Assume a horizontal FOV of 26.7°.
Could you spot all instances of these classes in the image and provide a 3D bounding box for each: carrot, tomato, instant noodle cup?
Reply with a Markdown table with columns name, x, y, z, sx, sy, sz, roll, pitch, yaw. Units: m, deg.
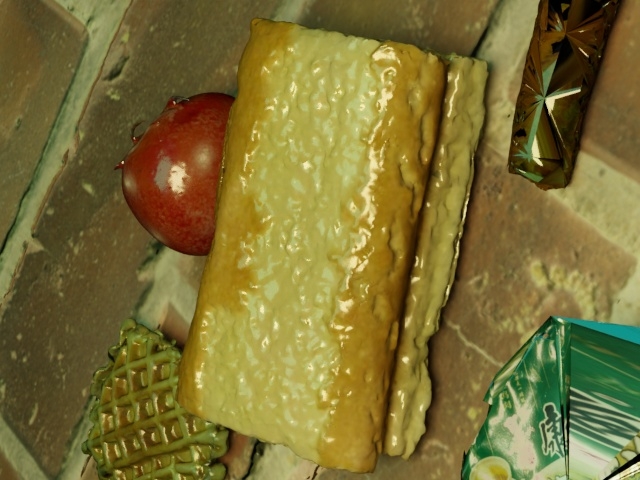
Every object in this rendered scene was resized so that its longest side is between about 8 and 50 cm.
| name | x | y | z | sx | sy | sz | roll | pitch | yaw |
| --- | --- | --- | --- | --- | --- | --- | --- | --- | --- |
| carrot | 0.202 | -0.152 | 1.101 | 0.069 | 0.069 | 0.228 | 21 | 102 | 41 |
| tomato | -0.118 | -0.063 | 1.331 | 0.167 | 0.167 | 0.167 | -5 | 83 | 42 |
| instant noodle cup | 0.241 | 0.175 | 0.956 | 0.240 | 0.178 | 0.240 | -5 | 83 | 42 |

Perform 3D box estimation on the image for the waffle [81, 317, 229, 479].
| name | x | y | z | sx | sy | sz | roll | pitch | yaw |
| --- | --- | --- | --- | --- | --- | --- | --- | --- | --- |
| waffle | -0.174 | 0.197 | 1.416 | 0.214 | 0.054 | 0.207 | 36 | 114 | 36 |

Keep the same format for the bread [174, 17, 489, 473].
| name | x | y | z | sx | sy | sz | roll | pitch | yaw |
| --- | --- | --- | --- | --- | --- | --- | --- | --- | --- |
| bread | 0.000 | 0.000 | 1.200 | 0.237 | 0.165 | 0.375 | 13 | 97 | 40 |
